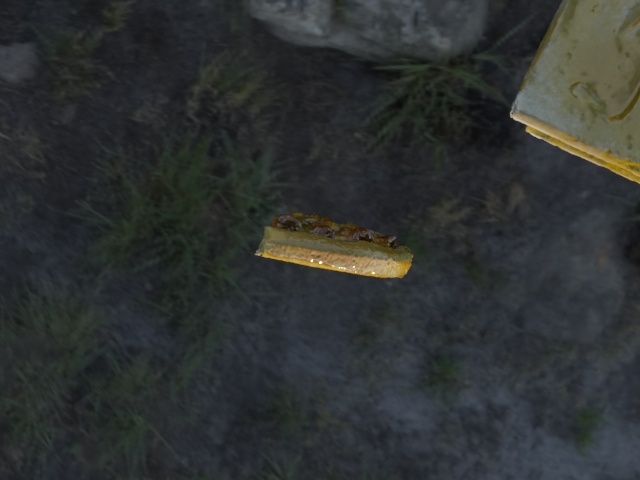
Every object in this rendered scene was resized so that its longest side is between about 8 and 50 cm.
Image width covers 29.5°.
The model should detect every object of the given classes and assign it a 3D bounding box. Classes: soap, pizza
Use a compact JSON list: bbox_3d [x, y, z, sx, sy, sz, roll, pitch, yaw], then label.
[{"bbox_3d":[0.467,-0.219,1.629,0.293,0.335,0.156,-64,156,7],"label":"soap"},{"bbox_3d":[0.000,0.000,1.151,0.175,0.134,0.046,9,96,-45],"label":"pizza"}]
